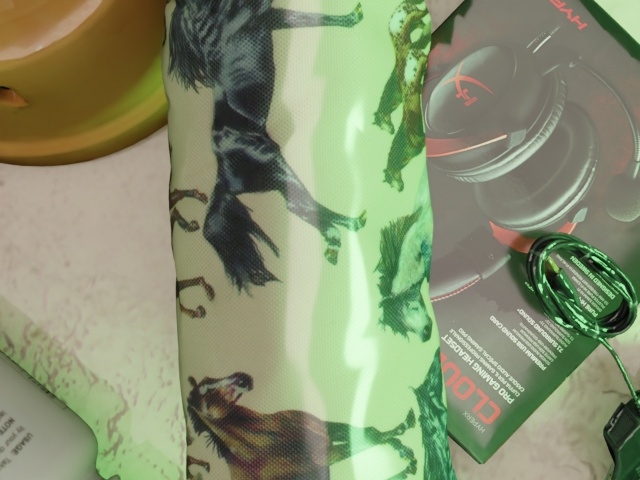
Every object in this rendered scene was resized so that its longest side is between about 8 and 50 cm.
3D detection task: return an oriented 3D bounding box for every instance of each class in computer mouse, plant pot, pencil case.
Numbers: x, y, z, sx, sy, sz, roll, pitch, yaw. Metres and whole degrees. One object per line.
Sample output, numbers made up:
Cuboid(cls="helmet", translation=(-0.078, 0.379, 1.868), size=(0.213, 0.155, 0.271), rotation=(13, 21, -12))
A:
Cuboid(cls="computer mouse", translation=(0.187, 0.091, 0.957), size=(0.071, 0.041, 0.242), rotation=(-32, 113, -5))
Cuboid(cls="plant pot", translation=(-0.197, -0.194, 0.968), size=(0.290, 0.203, 0.291), rotation=(0, 91, 2))
Cuboid(cls="pencil case", translation=(0.000, 0.000, 0.879), size=(0.159, 0.183, 0.410), rotation=(-3, 91, 31))

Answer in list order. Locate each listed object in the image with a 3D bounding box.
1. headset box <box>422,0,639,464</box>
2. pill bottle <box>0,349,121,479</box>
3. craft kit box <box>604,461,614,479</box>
Cuboid(cls="headset box", translation=(0.105, -0.014, 1.009), size=(0.218, 0.110, 0.293), rotation=(45, 91, 0))
Cuboid(cls="pill bottle", translation=(-0.248, 0.143, 0.992), size=(0.283, 0.160, 0.160), rotation=(40, 91, 1))
Cuboid(cls="craft kit box", translation=(0.299, 0.231, 1.037), size=(0.249, 0.061, 0.247), rotation=(25, 93, 1))
